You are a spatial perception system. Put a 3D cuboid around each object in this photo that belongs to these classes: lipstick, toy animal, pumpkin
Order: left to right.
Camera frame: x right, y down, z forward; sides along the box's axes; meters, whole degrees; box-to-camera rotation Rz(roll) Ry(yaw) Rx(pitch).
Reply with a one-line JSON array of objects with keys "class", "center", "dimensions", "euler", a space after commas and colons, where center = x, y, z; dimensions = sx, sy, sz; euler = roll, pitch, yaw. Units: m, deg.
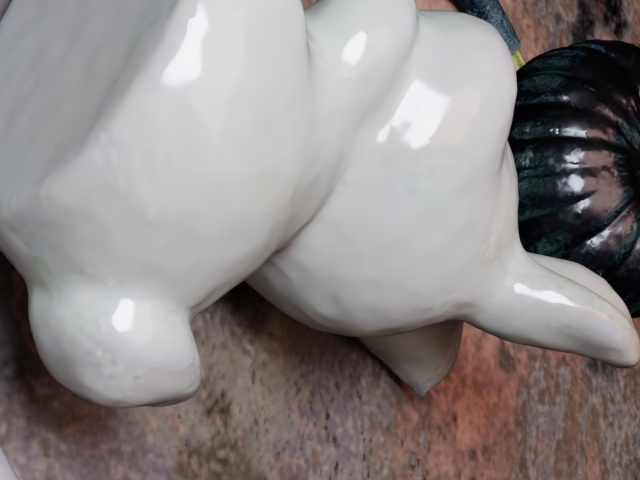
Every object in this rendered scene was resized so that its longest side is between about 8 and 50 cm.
[{"class": "toy animal", "center": [0.000, -0.011, 0.827], "dimensions": [0.368, 0.196, 0.241], "euler": [21, 74, -41]}, {"class": "lipstick", "center": [0.111, -0.155, 1.094], "dimensions": [0.116, 0.037, 0.037], "euler": [57, 46, -28]}, {"class": "pumpkin", "center": [0.189, -0.042, 1.078], "dimensions": [0.194, 0.150, 0.194], "euler": [19, 42, -19]}]

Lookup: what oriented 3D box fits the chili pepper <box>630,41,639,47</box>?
[{"class": "chili pepper", "center": [0.291, -0.126, 1.270], "dimensions": [0.202, 0.050, 0.051], "euler": [-8, 72, -47]}]

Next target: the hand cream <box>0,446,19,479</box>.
[{"class": "hand cream", "center": [-0.168, 0.159, 0.670], "dimensions": [0.185, 0.118, 0.358], "euler": [-37, 101, -43]}]
